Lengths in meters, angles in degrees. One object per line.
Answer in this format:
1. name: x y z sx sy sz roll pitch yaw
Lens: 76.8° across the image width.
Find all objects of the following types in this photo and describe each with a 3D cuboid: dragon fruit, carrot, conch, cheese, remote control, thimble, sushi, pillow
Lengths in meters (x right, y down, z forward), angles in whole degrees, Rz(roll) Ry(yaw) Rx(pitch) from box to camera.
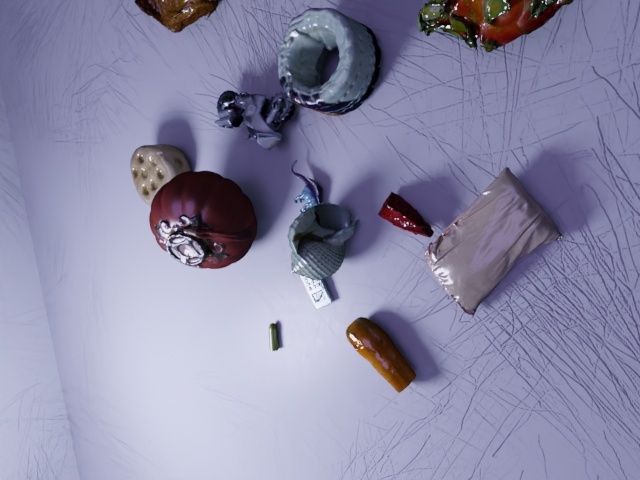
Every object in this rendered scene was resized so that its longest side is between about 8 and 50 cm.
1. dragon fruit: 0.191 -0.042 0.919 0.131 0.097 0.063 36 119 5
2. carrot: 0.146 0.269 0.974 0.193 0.087 0.087 44 118 22
3. conch: -0.006 0.003 1.018 0.172 0.200 0.131 50 156 -10
4. dragon fruit: 0.300 -0.421 0.718 0.269 0.198 0.200 -18 42 33
5. cheese: -0.548 -0.226 1.383 0.235 0.117 0.217 31 113 27
6. remote control: -0.020 0.104 1.104 0.061 0.029 0.162 -30 83 36
7. thimble: 0.016 -0.418 0.945 0.238 0.150 0.236 4 96 36
8. sushi: -0.408 -0.744 1.209 0.297 0.167 0.178 0 115 43
9. pillow: 0.339 0.010 0.817 0.173 0.067 0.270 48 120 16

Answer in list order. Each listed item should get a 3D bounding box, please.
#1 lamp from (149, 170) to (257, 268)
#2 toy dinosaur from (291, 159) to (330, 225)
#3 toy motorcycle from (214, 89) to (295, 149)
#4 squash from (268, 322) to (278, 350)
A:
1. lamp: -0.333 -0.053 1.160 0.304 0.256 0.302 7 130 8
2. toy dinosaur: -0.031 -0.120 1.077 0.080 0.045 0.197 -31 86 26
3. toy motorcycle: -0.190 -0.337 1.128 0.271 0.106 0.158 12 96 29
4. squash: -0.141 0.287 1.210 0.028 0.028 0.083 -1 93 35
